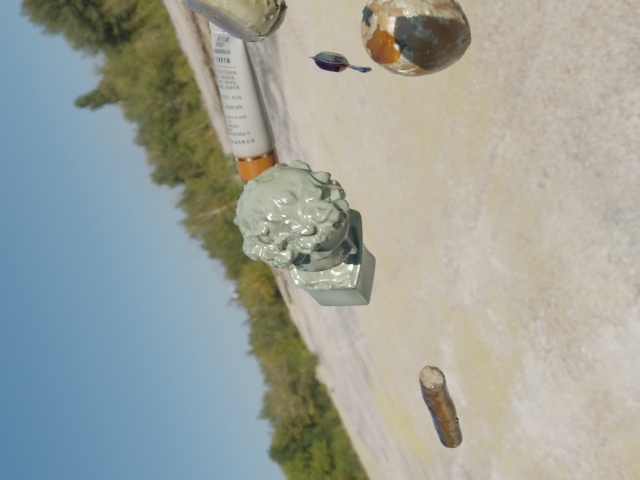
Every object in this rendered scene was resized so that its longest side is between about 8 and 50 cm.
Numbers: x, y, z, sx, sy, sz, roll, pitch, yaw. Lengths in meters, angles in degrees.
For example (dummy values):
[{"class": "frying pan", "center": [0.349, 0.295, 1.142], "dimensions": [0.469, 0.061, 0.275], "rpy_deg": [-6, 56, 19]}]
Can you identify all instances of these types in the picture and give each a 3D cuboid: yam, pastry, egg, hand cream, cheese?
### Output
[{"class": "yam", "center": [0.228, 0.318, 1.489], "dimensions": [0.057, 0.057, 0.241], "rpy_deg": [-120, 6, -47]}, {"class": "pastry", "center": [-0.126, -0.342, 1.088], "dimensions": [0.166, 0.088, 0.166], "rpy_deg": [29, 177, 2]}, {"class": "egg", "center": [0.196, -0.433, 1.626], "dimensions": [0.233, 0.195, 0.195], "rpy_deg": [23, 166, 8]}, {"class": "hand cream", "center": [-0.157, -0.274, 1.536], "dimensions": [0.140, 0.089, 0.314], "rpy_deg": [29, 138, 55]}, {"class": "cheese", "center": [0.042, -0.390, 1.741], "dimensions": [0.095, 0.145, 0.038], "rpy_deg": [-29, -46, -58]}]

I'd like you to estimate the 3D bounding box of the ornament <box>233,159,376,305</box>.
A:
[{"class": "ornament", "center": [-0.012, -0.002, 0.920], "dimensions": [0.285, 0.130, 0.120], "rpy_deg": [56, -146, -70]}]
